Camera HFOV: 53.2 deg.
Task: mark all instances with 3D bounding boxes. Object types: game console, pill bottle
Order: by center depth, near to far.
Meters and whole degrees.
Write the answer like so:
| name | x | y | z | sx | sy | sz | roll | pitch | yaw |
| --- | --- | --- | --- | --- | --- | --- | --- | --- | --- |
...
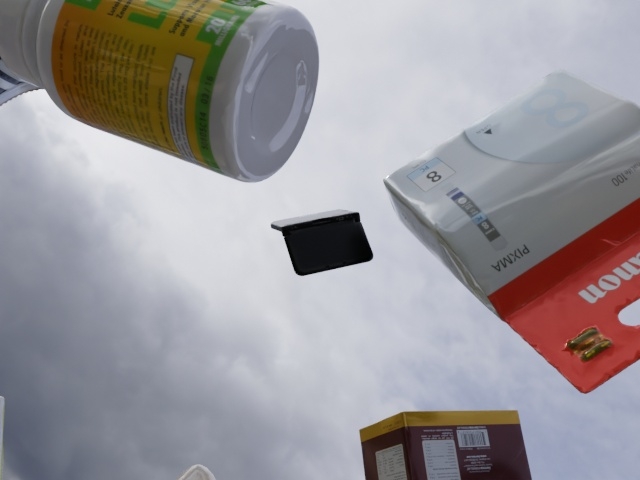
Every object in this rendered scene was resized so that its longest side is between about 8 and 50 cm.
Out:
| name | x | y | z | sx | sy | sz | roll | pitch | yaw |
| --- | --- | --- | --- | --- | --- | --- | --- | --- | --- |
| pill bottle | -0.137 | -0.146 | 0.522 | 0.245 | 0.136 | 0.136 | 21 | -45 | 19 |
| game console | 0.000 | 0.000 | 0.944 | 0.107 | 0.122 | 0.071 | -162 | -117 | -68 |

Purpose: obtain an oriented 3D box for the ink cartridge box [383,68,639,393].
| name | x | y | z | sx | sy | sz | roll | pitch | yaw |
| --- | --- | --- | --- | --- | --- | --- | --- | --- | --- |
| ink cartridge box | 0.299 | -0.043 | 0.774 | 0.385 | 0.308 | 0.091 | 52 | -9 | 51 |

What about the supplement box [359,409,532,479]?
| name | x | y | z | sx | sy | sz | roll | pitch | yaw |
| --- | --- | --- | --- | --- | --- | --- | --- | --- | --- |
| supplement box | 0.175 | 0.341 | 0.867 | 0.129 | 0.191 | 0.194 | 133 | -42 | -55 |

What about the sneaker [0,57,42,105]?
| name | x | y | z | sx | sy | sz | roll | pitch | yaw |
| --- | --- | --- | --- | --- | --- | --- | --- | --- | --- |
| sneaker | -0.471 | -0.291 | 0.954 | 0.099 | 0.282 | 0.153 | 54 | -29 | 21 |

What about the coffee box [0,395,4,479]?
| name | x | y | z | sx | sy | sz | roll | pitch | yaw |
| --- | --- | --- | --- | --- | --- | --- | --- | --- | --- |
| coffee box | -0.395 | 0.251 | 0.277 | 0.337 | 0.338 | 0.334 | -18 | -24 | 16 |

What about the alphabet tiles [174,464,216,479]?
| name | x | y | z | sx | sy | sz | roll | pitch | yaw |
| --- | --- | --- | --- | --- | --- | --- | --- | --- | --- |
| alphabet tiles | -0.031 | 0.270 | 0.336 | 0.021 | 0.284 | 0.278 | -29 | -93 | 15 |
